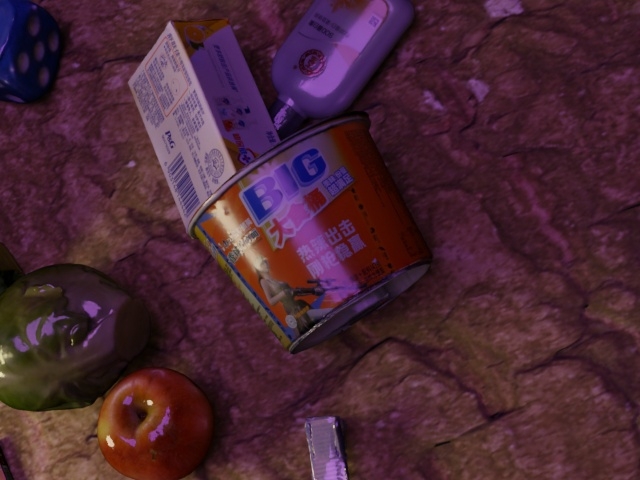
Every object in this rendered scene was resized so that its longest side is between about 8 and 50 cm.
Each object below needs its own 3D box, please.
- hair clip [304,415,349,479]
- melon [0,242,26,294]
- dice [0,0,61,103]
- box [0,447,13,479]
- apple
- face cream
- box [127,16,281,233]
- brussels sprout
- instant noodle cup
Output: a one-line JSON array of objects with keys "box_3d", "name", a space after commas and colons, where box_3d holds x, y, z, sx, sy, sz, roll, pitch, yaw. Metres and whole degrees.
[{"box_3d": [0.007, 0.348, 1.620, 0.159, 0.071, 0.218, -14, 69, 20], "name": "hair clip"}, {"box_3d": [-0.625, -0.009, 1.822, 0.343, 0.226, 0.331, 38, 131, 21], "name": "melon"}, {"box_3d": [-0.494, -0.298, 1.862, 0.146, 0.146, 0.143, 12, 81, 20], "name": "dice"}, {"box_3d": [-0.490, 0.343, 1.798, 0.051, 0.023, 0.082, -30, 72, 9], "name": "box"}, {"box_3d": [-0.226, 0.258, 1.677, 0.163, 0.139, 0.163, -8, 64, 16], "name": "apple"}, {"box_3d": [0.003, -0.252, 1.738, 0.144, 0.071, 0.291, 39, 93, 21], "name": "face cream"}, {"box_3d": [-0.160, -0.162, 1.718, 0.168, 0.097, 0.265, -44, 64, 46], "name": "box"}, {"box_3d": [-0.365, 0.136, 1.697, 0.244, 0.244, 0.244, -3, 78, 17], "name": "brussels sprout"}, {"box_3d": [0.000, 0.000, 1.589, 0.296, 0.296, 0.214, -34, 79, 8], "name": "instant noodle cup"}]
